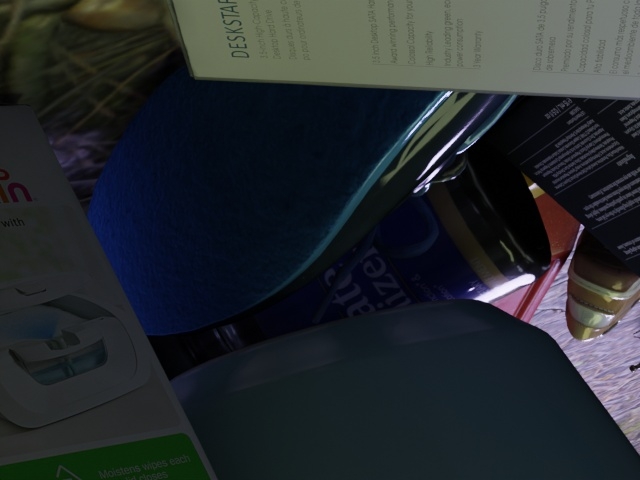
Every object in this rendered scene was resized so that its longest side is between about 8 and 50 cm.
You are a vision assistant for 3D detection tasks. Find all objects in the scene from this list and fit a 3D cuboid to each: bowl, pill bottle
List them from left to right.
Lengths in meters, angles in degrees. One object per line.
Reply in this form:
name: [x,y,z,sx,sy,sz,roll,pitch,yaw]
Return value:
pill bottle: [0.008,0.013,0.985,0.219,0.123,0.123,-29,161,18]
bowl: [0.021,0.132,0.857,0.311,0.163,0.311,-15,168,-3]

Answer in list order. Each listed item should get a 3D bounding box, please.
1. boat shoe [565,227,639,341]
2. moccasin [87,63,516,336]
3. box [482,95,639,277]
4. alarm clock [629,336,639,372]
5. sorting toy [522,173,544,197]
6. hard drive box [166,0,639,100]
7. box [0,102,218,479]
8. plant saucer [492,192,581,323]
boat shoe: [0.212,0.032,1.300,0.190,0.068,0.072,-21,131,-65]
moccasin: [0.028,-0.055,0.796,0.342,0.138,0.116,-35,163,36]
box: [0.205,-0.050,0.829,0.103,0.184,0.261,-46,-179,-14]
alarm clock: [0.409,0.083,1.764,0.192,0.064,0.129,-29,161,25]
sorting toy: [0.228,-0.090,1.085,0.307,0.041,0.229,-32,160,26]
hard drive box: [0.064,-0.122,0.542,0.232,0.089,0.181,3,158,5]
box: [-0.187,0.109,0.777,0.126,0.231,0.262,-5,144,-40]
plant saucer: [0.069,0.055,1.304,0.258,0.048,0.259,-19,161,-12]
